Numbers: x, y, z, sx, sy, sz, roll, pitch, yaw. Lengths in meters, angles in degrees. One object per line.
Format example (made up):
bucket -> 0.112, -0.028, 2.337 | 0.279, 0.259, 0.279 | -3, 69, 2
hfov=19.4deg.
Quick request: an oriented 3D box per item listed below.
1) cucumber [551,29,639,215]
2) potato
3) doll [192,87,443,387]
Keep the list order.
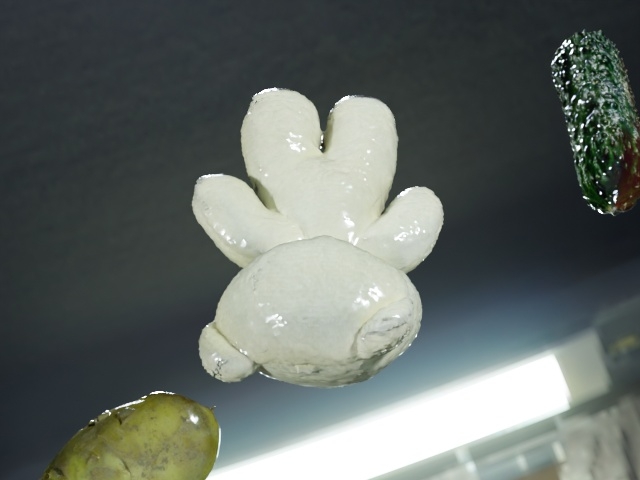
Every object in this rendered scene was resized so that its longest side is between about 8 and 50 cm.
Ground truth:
cucumber -> 0.339, -0.141, 2.255 | 0.096, 0.359, 0.096 | 1, -60, 1
potato -> -0.231, 0.277, 2.296 | 0.251, 0.149, 0.113 | -35, -6, -5
doll -> 0.005, 0.001, 1.458 | 0.175, 0.278, 0.149 | -15, -40, 22
